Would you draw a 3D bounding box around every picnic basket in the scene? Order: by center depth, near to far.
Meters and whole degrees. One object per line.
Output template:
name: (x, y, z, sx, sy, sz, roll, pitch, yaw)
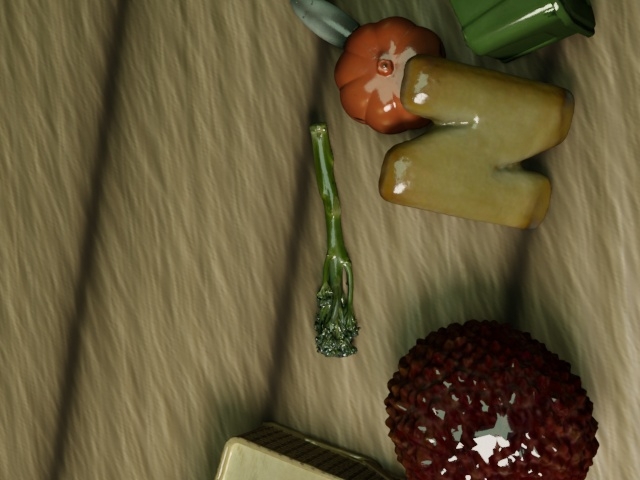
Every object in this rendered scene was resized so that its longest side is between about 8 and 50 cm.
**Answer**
picnic basket: (-0.011, 0.451, 1.747, 0.312, 0.175, 0.228, 18, 95, 18)

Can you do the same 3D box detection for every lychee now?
lychee: (0.254, 0.273, 1.626, 0.306, 0.306, 0.330, -29, 57, 12)

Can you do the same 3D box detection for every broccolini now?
broccolini: (0.005, -0.001, 1.791, 0.078, 0.074, 0.392, -9, 89, 7)

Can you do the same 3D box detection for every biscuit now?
biscuit: (0.242, -0.147, 1.671, 0.290, 0.062, 0.237, 12, 98, -19)

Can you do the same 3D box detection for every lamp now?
lamp: (0.113, -0.261, 1.723, 0.187, 0.164, 0.188, -1, 87, 14)

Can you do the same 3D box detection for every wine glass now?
wine glass: (-0.025, -0.389, 1.813, 0.198, 0.066, 0.066, 35, 98, 10)

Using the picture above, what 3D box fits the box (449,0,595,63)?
box: (0.268, -0.434, 1.654, 0.177, 0.252, 0.329, -25, 83, 26)
